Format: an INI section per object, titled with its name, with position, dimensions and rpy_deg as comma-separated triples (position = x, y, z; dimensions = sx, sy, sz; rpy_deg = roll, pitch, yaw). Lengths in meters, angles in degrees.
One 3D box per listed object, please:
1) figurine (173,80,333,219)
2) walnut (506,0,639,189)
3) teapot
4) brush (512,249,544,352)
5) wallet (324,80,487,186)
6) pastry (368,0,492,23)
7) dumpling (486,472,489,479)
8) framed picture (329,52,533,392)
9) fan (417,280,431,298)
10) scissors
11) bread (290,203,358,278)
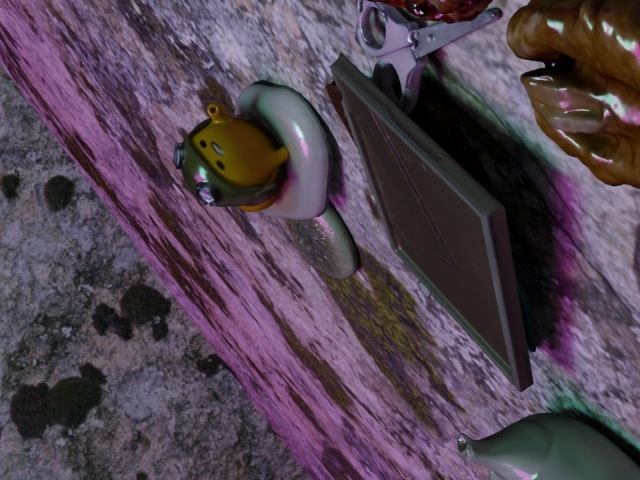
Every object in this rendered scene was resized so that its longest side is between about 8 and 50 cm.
[figurine]
position = -0.093, -0.068, 1.203
dimensions = 0.166, 0.141, 0.250
rpy_deg = 54, 158, 12
[walnut]
position = 0.175, -0.080, 0.569
dimensions = 0.170, 0.069, 0.143
rpy_deg = 37, 160, 50
[teapot]
position = 0.236, 0.294, 1.087
dimensions = 0.220, 0.149, 0.318
rpy_deg = 48, 164, 23
[brush]
position = 0.182, 0.055, 0.946
dimensions = 0.043, 0.032, 0.193
rpy_deg = 55, 180, 29
[wallet]
position = 0.070, -0.098, 0.926
dimensions = 0.095, 0.026, 0.176
rpy_deg = 56, 164, -26
[pastry]
position = 0.036, -0.205, 0.659
dimensions = 0.208, 0.097, 0.115
rpy_deg = 41, 171, 33
[dumpling]
position = 0.234, 0.312, 1.322
dimensions = 0.057, 0.076, 0.052
rpy_deg = 7, 175, 42
[framed picture]
position = 0.099, -0.007, 0.920
dimensions = 0.211, 0.020, 0.289
rpy_deg = 49, 170, 35
[fan]
position = 0.127, 0.037, 1.065
dimensions = 0.152, 0.008, 0.226
rpy_deg = 60, 170, 6
[scissors]
position = 0.077, -0.147, 0.789
dimensions = 0.189, 0.015, 0.100
rpy_deg = -2, 108, 67
[bread]
position = 0.002, 0.001, 1.341
dimensions = 0.112, 0.036, 0.193
rpy_deg = 45, 164, 22
